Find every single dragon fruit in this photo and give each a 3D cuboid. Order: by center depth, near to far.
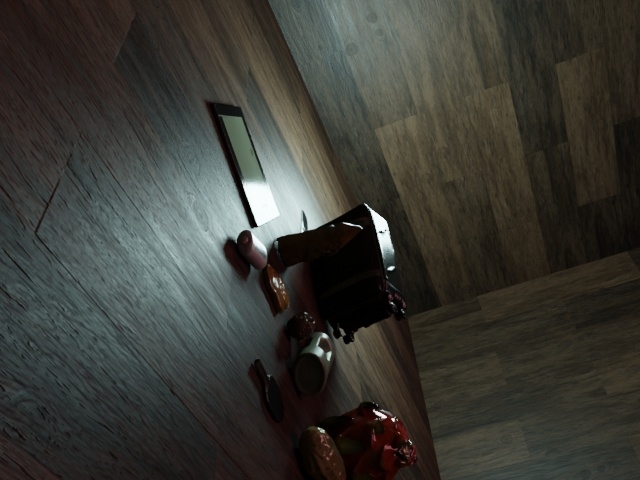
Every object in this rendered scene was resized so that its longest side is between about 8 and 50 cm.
[{"bbox_3d":[0.126,0.539,1.728,0.224,0.227,0.224,58,14,-23],"label":"dragon fruit"}]

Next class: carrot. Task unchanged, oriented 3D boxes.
[{"bbox_3d":[0.000,0.000,1.864,0.102,0.262,0.102,47,33,-45],"label":"carrot"}]

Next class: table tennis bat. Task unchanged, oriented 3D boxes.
[{"bbox_3d":[-0.110,0.326,1.432,0.095,0.014,0.158,-82,153,-64],"label":"table tennis bat"}]

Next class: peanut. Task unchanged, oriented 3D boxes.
[{"bbox_3d":[0.008,0.519,1.514,0.093,0.083,0.194,-71,142,-71],"label":"peanut"}]

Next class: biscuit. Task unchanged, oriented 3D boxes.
[{"bbox_3d":[-0.110,0.135,1.712,0.140,0.023,0.118,57,18,-55],"label":"biscuit"}]

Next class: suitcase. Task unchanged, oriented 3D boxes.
[{"bbox_3d":[0.115,0.101,2.215,0.194,0.283,0.434,34,37,-44],"label":"suitcase"}]

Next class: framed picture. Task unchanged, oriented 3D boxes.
[{"bbox_3d":[-0.205,-0.214,1.830,0.265,0.016,0.347,-50,121,-77],"label":"framed picture"}]

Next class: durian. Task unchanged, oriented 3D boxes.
[{"bbox_3d":[-0.046,0.224,1.718,0.080,0.091,0.080,36,36,-32],"label":"durian"}]

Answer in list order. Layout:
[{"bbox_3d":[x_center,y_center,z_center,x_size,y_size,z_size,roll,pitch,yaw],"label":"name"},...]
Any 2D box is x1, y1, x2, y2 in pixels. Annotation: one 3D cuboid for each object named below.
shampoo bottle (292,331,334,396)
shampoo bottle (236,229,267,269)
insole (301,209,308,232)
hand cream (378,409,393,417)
[{"bbox_3d":[-0.012,0.313,1.727,0.234,0.086,0.118,-53,141,-77],"label":"shampoo bottle"},{"bbox_3d":[-0.166,0.019,1.572,0.099,0.043,0.072,53,21,-56],"label":"shampoo bottle"},{"bbox_3d":[-0.053,-0.028,2.290,0.232,0.003,0.080,-96,163,-49],"label":"insole"},{"bbox_3d":[0.201,0.698,2.206,0.248,0.083,0.133,-83,152,-44],"label":"hand cream"}]
